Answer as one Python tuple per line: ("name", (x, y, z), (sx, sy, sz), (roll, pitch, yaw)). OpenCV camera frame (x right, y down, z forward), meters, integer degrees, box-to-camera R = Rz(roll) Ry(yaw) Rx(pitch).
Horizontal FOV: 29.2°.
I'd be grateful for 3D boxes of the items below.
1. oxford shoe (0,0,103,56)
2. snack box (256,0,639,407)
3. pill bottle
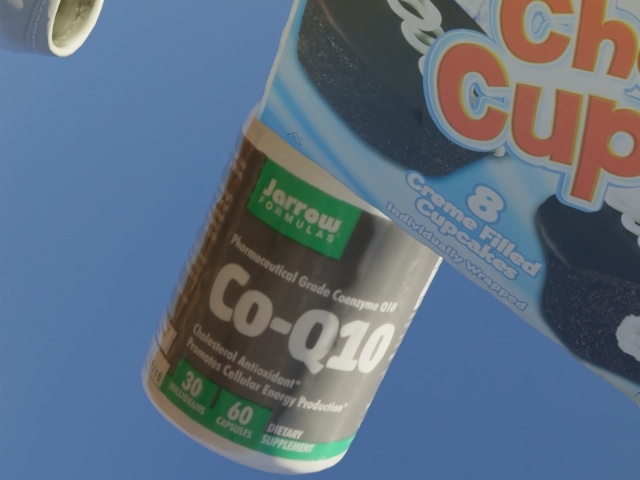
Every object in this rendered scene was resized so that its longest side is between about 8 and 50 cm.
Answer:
("oxford shoe", (-0.097, -0.181, 0.373), (0.449, 0.130, 0.169), (134, -34, -68))
("snack box", (0.136, -0.016, 0.400), (0.322, 0.187, 0.060), (37, -124, 9))
("pill bottle", (0.000, 0.000, 1.056), (0.204, 0.204, 0.361), (41, -66, 46))
